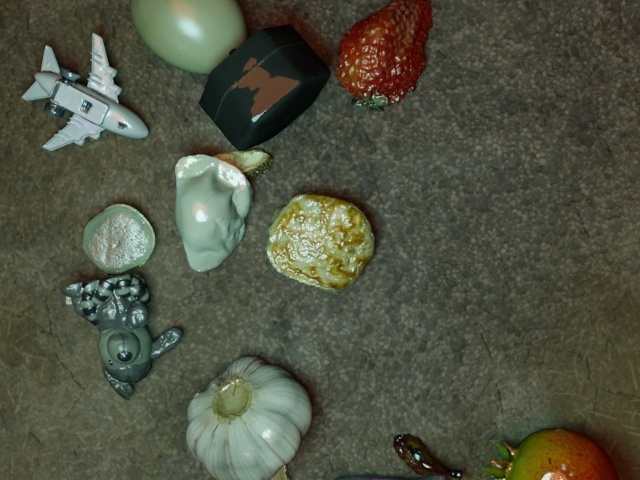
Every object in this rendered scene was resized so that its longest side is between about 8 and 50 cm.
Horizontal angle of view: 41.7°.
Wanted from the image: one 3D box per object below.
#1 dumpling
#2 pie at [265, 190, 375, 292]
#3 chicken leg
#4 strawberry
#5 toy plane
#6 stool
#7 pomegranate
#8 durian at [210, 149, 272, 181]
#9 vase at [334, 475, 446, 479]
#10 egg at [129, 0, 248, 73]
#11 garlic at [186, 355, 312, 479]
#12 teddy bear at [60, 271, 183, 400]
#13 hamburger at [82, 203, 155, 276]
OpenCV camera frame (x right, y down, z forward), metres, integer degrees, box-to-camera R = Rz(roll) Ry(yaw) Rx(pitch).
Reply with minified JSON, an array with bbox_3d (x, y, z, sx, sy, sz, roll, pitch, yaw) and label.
[{"bbox_3d":[-0.203,-0.054,1.608,0.151,0.124,0.229,-6,110,-16],"label":"dumpling"},{"bbox_3d":[0.000,0.000,1.610,0.205,0.084,0.179,19,92,1],"label":"pie"},{"bbox_3d":[0.200,0.419,1.605,0.145,0.062,0.037,35,136,28],"label":"chicken leg"},{"bbox_3d":[0.120,-0.368,1.594,0.175,0.107,0.236,9,90,3],"label":"strawberry"},{"bbox_3d":[-0.452,-0.265,1.626,0.255,0.101,0.251,30,103,3],"label":"toy plane"},{"bbox_3d":[-0.105,-0.282,1.554,0.232,0.232,0.141,-41,86,2],"label":"stool"},{"bbox_3d":[0.416,0.449,1.530,0.257,0.221,0.221,18,91,11],"label":"pomegranate"},{"bbox_3d":[-0.158,-0.145,1.635,0.130,0.052,0.066,-3,89,6],"label":"durian"},{"bbox_3d":[0.136,0.486,1.608,0.214,0.086,0.086,-7,90,-1],"label":"vase"},{"bbox_3d":[-0.245,-0.415,1.573,0.242,0.186,0.186,44,92,-4],"label":"egg"},{"bbox_3d":[-0.115,0.372,1.584,0.245,0.245,0.253,-25,125,3],"label":"garlic"},{"bbox_3d":[-0.363,0.168,1.604,0.171,0.144,0.251,-26,92,-12],"label":"teddy bear"},{"bbox_3d":[-0.393,-0.002,1.643,0.140,0.062,0.133,-34,92,0],"label":"hamburger"}]
